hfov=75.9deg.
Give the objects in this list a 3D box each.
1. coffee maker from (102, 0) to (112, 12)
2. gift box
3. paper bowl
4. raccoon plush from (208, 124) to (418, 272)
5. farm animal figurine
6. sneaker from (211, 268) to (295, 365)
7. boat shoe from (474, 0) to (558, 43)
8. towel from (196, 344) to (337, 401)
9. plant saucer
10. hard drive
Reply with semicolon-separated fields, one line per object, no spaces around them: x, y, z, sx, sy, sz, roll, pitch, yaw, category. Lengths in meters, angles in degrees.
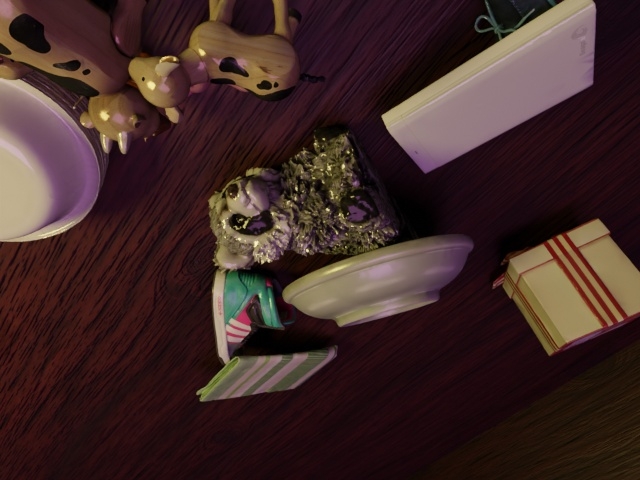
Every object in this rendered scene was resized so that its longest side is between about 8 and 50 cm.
-0.212;-0.344;0.426;0.178;0.120;0.171;4;165;19;coffee maker
0.608;0.123;1.035;0.255;0.258;0.276;-24;153;3;gift box
-0.460;-0.114;0.570;0.284;0.148;0.284;-8;131;-9;paper bowl
0.000;0.000;0.784;0.299;0.216;0.446;-26;134;18;raccoon plush
-0.212;-0.191;0.435;0.330;0.172;0.326;-2;167;36;farm animal figurine
-0.149;0.185;0.956;0.178;0.124;0.296;1;130;-5;sneaker
0.315;-0.330;0.635;0.258;0.109;0.089;23;125;-29;boat shoe
-0.133;0.352;1.096;0.324;0.038;0.248;9;138;-40;towel
0.126;0.102;0.842;0.400;0.101;0.400;-14;165;-4;plant saucer
0.278;-0.232;0.679;0.307;0.040;0.203;-27;154;24;hard drive
